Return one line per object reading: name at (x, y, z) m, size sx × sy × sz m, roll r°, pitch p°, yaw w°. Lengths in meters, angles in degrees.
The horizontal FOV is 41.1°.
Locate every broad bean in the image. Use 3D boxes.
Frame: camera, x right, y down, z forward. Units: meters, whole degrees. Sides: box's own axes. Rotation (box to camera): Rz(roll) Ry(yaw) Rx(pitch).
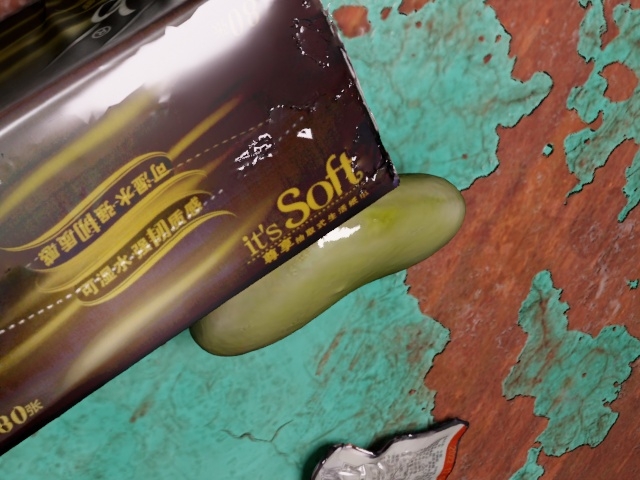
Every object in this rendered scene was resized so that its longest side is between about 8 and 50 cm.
broad bean at (0.000, 0.000, 0.730) m, size 0.263 × 0.189 × 0.121 m, roll -26°, pitch 86°, yaw -15°

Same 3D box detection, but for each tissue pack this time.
tissue pack at (-0.154, -0.051, 0.588) m, size 0.370 × 0.198 × 0.210 m, roll -35°, pitch 125°, yaw -9°

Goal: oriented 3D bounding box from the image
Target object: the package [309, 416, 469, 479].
package at (0.064, 0.285, 1.000) m, size 0.232 × 0.040 × 0.166 m, roll -7°, pitch 127°, yaw -32°
